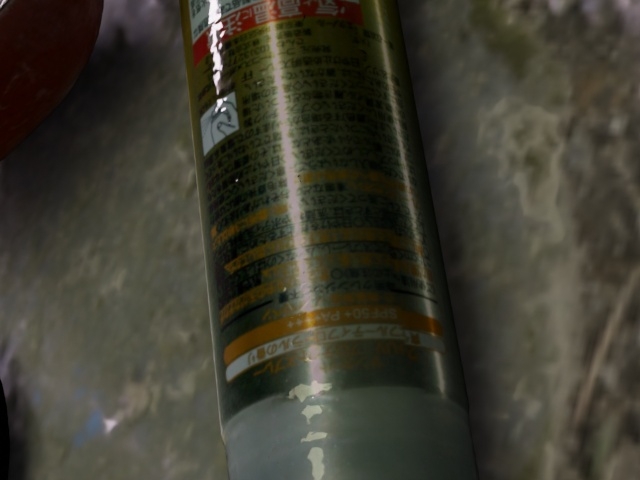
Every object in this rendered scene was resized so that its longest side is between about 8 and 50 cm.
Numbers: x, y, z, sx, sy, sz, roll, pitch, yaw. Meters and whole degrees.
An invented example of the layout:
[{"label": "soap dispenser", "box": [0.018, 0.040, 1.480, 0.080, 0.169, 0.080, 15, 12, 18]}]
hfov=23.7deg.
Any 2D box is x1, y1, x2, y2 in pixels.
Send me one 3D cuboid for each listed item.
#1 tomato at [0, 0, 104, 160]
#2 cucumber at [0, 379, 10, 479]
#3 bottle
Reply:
[{"label": "tomato", "box": [-0.188, -0.100, 0.641, 0.214, 0.155, 0.181, -36, 74, 0]}, {"label": "cucumber", "box": [-0.153, 0.164, 0.575, 0.056, 0.056, 0.284, -11, 66, 30]}, {"label": "bottle", "box": [0.000, 0.000, 0.522, 0.082, 0.082, 0.286, -22, 60, 25]}]
